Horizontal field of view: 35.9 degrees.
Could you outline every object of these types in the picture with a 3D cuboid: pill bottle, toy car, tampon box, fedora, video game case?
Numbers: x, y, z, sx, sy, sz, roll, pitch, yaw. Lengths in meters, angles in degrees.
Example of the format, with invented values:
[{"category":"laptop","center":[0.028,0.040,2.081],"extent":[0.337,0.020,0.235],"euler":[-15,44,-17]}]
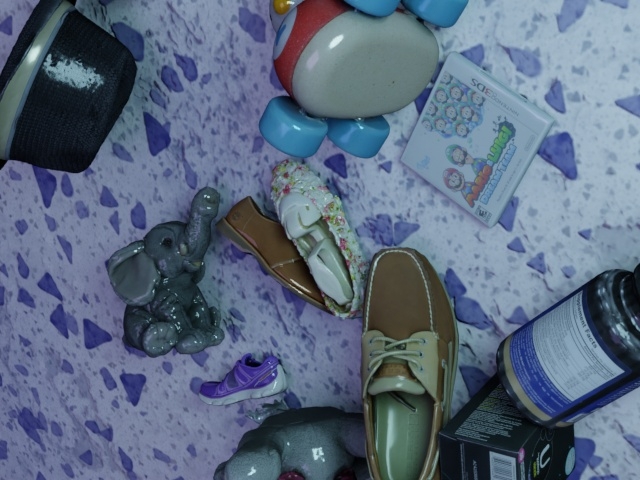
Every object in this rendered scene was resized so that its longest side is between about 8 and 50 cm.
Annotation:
[{"category":"pill bottle","center":[0.304,0.107,1.060],"extent":[0.123,0.123,0.219],"euler":[53,130,7]},{"category":"toy car","center":[-0.002,-0.248,1.116],"extent":[0.238,0.210,0.219],"euler":[48,123,29]},{"category":"tampon box","center":[0.225,0.247,1.168],"extent":[0.101,0.161,0.120],"euler":[9,116,35]},{"category":"fedora","center":[-0.367,-0.204,1.427],"extent":[0.152,0.334,0.334],"euler":[26,131,-9]},{"category":"video game case","center":[0.176,-0.115,1.138],"extent":[0.143,0.019,0.157],"euler":[39,130,20]}]

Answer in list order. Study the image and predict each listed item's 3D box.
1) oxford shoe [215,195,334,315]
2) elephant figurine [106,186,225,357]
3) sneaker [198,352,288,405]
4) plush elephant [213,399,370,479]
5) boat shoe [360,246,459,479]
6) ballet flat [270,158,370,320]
[{"category":"oxford shoe","center":[-0.044,0.021,1.357],"extent":[0.212,0.076,0.076],"euler":[42,91,4]},{"category":"elephant figurine","center":[-0.228,0.045,1.485],"extent":[0.169,0.186,0.239],"euler":[-142,44,-82]},{"category":"sneaker","center":[-0.119,0.212,1.522],"extent":[0.170,0.068,0.071],"euler":[-18,83,35]},{"category":"plush elephant","center":[-0.018,0.373,1.372],"extent":[0.330,0.272,0.255],"euler":[-179,82,-70]},{"category":"boat shoe","center":[0.105,0.166,1.185],"extent":[0.122,0.120,0.324],"euler":[-7,77,13]},{"category":"ballet flat","center":[0.000,0.000,1.299],"extent":[0.091,0.077,0.241],"euler":[-36,85,33]}]
